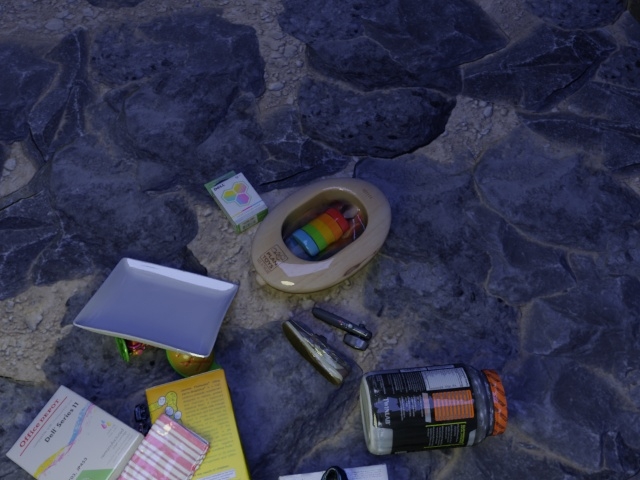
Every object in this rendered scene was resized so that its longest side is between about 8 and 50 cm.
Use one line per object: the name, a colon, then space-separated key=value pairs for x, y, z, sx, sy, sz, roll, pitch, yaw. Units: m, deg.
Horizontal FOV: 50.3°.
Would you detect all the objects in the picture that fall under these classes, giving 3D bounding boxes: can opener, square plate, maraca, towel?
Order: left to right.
towel: x=-0.356 y=0.503 z=1.518 sx=0.144 sy=0.029 sz=0.197 roll=27 pitch=68 yaw=16
square plate: x=-0.421 y=0.179 z=1.806 sx=0.344 sy=0.049 sz=0.347 roll=14 pitch=28 yaw=0
maraca: x=-0.333 y=0.312 z=1.803 sx=0.127 sy=0.099 sz=0.185 roll=-31 pitch=90 yaw=-32
can opener: x=0.058 y=0.233 z=1.879 sx=0.186 sy=0.059 sz=0.073 roll=29 pitch=65 yaw=12

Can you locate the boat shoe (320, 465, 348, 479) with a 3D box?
boat shoe: x=0.002 y=0.627 z=1.502 sx=0.109 sy=0.089 sz=0.258 roll=-3 pitch=58 yaw=12

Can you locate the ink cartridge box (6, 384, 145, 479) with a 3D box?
ink cartridge box: x=-0.591 y=0.491 z=1.629 sx=0.354 sy=0.119 sz=0.207 roll=19 pitch=61 yaw=29

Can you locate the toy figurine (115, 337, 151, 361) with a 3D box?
toy figurine: x=-0.458 y=0.243 z=1.815 sx=0.159 sy=0.130 sz=0.173 roll=-15 pitch=22 yaw=-23

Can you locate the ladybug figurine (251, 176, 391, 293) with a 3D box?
ladybug figurine: x=0.000 y=0.000 z=1.943 sx=0.449 sy=0.162 sz=0.305 roll=-32 pitch=67 yaw=-18

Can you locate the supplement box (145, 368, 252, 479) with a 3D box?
supplement box: x=-0.279 y=0.523 z=1.635 sx=0.195 sy=0.194 sz=0.356 roll=-14 pitch=63 yaw=-9

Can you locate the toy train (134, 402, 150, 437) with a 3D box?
toy train: x=-0.452 y=0.494 z=1.738 sx=0.036 sy=0.027 sz=0.158 roll=-15 pitch=63 yaw=-6

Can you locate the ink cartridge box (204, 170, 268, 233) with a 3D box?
ink cartridge box: x=-0.258 y=-0.133 z=2.061 sx=0.109 sy=0.062 sz=0.209 roll=-30 pitch=67 yaw=-16

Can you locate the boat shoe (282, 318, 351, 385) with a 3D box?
boat shoe: x=-0.009 y=0.291 z=1.840 sx=0.073 sy=0.080 sz=0.223 roll=-38 pitch=75 yaw=-26

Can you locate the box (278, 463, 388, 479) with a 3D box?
box: x=0.040 y=0.666 z=1.609 sx=0.262 sy=0.126 sz=0.231 roll=-6 pitch=62 yaw=-5

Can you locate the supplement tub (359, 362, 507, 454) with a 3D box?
supplement tub: x=0.277 y=0.418 z=1.706 sx=0.338 sy=0.207 sz=0.207 roll=-4 pitch=62 yaw=-4
